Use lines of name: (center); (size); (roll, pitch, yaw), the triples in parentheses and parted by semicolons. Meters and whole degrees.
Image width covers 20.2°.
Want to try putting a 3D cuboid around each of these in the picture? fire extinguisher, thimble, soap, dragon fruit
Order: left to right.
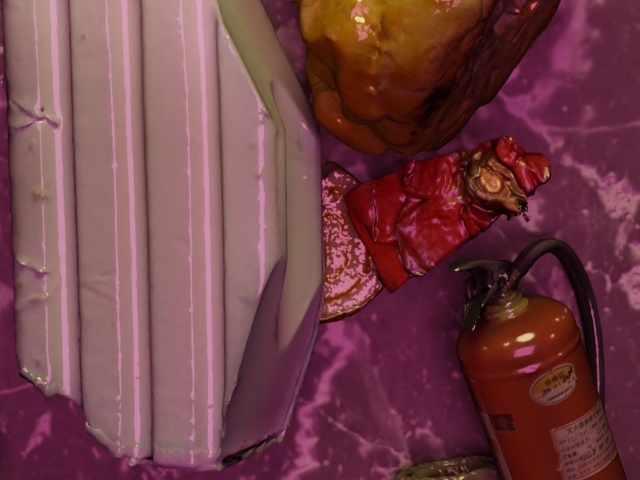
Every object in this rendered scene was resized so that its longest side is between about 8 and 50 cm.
soap: (-0.135, -0.028, 1.602); (0.261, 0.156, 0.446); (0, 95, 19)
thimble: (0.128, 0.241, 1.702); (0.110, 0.084, 0.062); (-10, 97, -14)
dragon fruit: (0.128, -0.021, 1.603); (0.192, 0.122, 0.092); (-26, 62, 33)
fire extinguisher: (0.211, 0.153, 1.672); (0.113, 0.200, 0.376); (-15, 109, 19)

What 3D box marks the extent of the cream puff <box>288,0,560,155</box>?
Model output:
cream puff: (0.074, -0.253, 1.573); (0.257, 0.291, 0.324); (40, 113, 17)

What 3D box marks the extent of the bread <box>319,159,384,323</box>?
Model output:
bread: (0.000, 0.000, 1.686); (0.117, 0.064, 0.156); (-6, 94, -5)
